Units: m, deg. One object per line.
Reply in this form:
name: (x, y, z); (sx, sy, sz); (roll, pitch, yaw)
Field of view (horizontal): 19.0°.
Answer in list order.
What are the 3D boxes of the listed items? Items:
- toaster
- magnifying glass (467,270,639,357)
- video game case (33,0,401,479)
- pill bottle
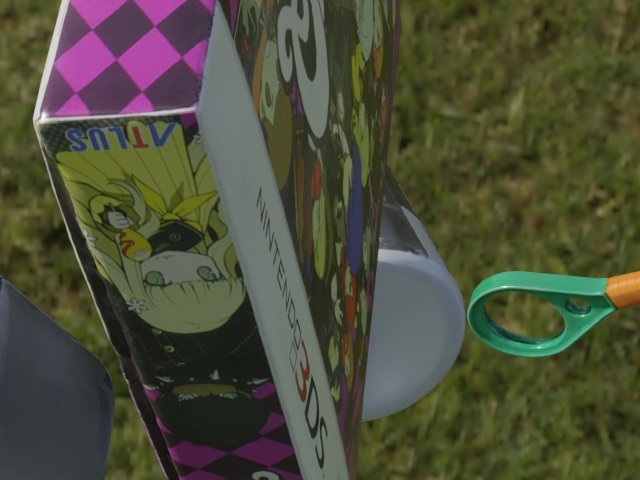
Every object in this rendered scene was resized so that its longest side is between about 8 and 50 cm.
toaster: (-0.196, 0.123, 0.887); (0.168, 0.110, 0.185); (-17, 52, 31)
magnifying glass: (0.225, 0.051, 1.598); (0.231, 0.092, 0.026); (-17, 37, 36)
video game case: (-0.015, -0.050, 0.528); (0.042, 0.210, 0.232); (-1, 51, 10)
pill bottle: (0.000, 0.000, 1.256); (0.130, 0.130, 0.245); (-6, 32, -13)
